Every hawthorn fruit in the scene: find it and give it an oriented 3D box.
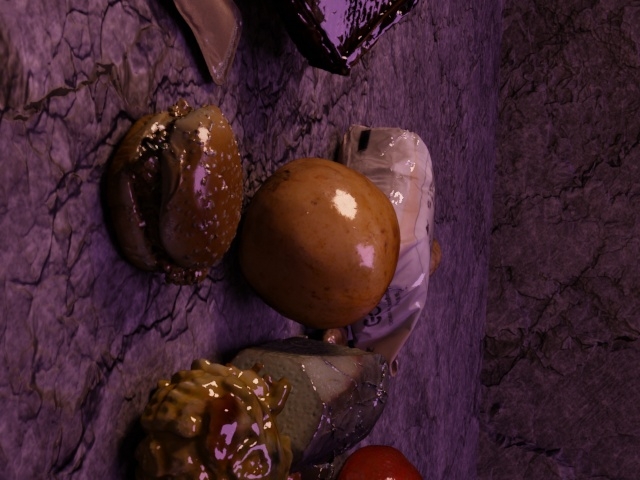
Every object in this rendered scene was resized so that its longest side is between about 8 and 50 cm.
[{"bbox_3d":[0.094,0.514,1.834,0.225,0.197,0.196,-28,122,-41],"label":"hawthorn fruit"}]

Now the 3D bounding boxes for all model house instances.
[{"bbox_3d":[-0.006,-0.407,1.430,0.317,0.297,0.282,-132,-136,-64],"label":"model house"}]

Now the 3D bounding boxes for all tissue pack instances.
[{"bbox_3d":[0.128,0.009,1.787,0.375,0.195,0.390,77,17,-46],"label":"tissue pack"}]

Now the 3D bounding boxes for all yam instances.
[{"bbox_3d":[-0.032,0.248,1.389,0.271,0.203,0.201,23,78,-69],"label":"yam"}]

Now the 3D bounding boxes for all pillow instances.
[{"bbox_3d":[-0.153,-0.312,1.226,0.217,0.033,0.130,62,38,-55],"label":"pillow"}]

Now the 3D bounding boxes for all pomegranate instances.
[{"bbox_3d":[0.000,0.000,1.396,0.260,0.261,0.260,3,90,-70],"label":"pomegranate"}]

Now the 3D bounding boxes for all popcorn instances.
[{"bbox_3d":[-0.131,0.253,1.168,0.218,0.169,0.189,48,39,-37],"label":"popcorn"}]

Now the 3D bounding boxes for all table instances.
[{"bbox_3d":[-0.024,0.440,1.607,0.083,0.082,0.070,-66,150,-44],"label":"table"}]

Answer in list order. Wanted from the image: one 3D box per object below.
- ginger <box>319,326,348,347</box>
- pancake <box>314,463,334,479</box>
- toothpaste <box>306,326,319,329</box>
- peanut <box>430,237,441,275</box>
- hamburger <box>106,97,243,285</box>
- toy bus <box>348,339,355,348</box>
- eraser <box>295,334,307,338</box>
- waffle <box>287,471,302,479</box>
[{"bbox_3d":[0.003,0.260,1.649,0.166,0.080,0.333,98,13,-54],"label":"ginger"},{"bbox_3d":[-0.001,0.466,1.758,0.129,0.023,0.116,61,39,-55],"label":"pancake"},{"bbox_3d":[-0.023,0.095,1.633,0.164,0.034,0.046,70,27,-46],"label":"toothpaste"},{"bbox_3d":[0.240,0.041,2.244,0.226,0.095,0.108,-28,122,-68],"label":"peanut"},{"bbox_3d":[-0.159,-0.053,1.121,0.189,0.122,0.215,-55,145,-59],"label":"hamburger"},{"bbox_3d":[0.091,0.282,1.907,0.076,0.073,0.167,-61,148,-46],"label":"toy bus"},{"bbox_3d":[-0.045,0.191,1.607,0.083,0.019,0.038,-15,108,-68],"label":"eraser"},{"bbox_3d":[-0.110,0.525,1.397,0.348,0.078,0.304,-47,135,-60],"label":"waffle"}]
